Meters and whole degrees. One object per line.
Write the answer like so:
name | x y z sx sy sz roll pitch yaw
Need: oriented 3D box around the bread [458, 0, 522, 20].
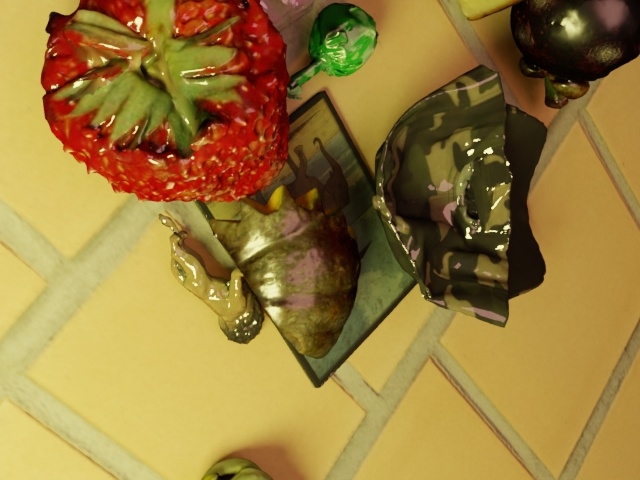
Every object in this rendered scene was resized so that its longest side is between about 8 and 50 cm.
bread | 0.356 -0.523 1.105 0.143 0.323 0.333 34 74 -24

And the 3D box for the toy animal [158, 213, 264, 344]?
toy animal | -0.128 0.045 0.930 0.086 0.069 0.220 -37 113 -2

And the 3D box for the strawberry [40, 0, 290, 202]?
strawberry | -0.156 -0.157 0.824 0.260 0.257 0.261 0 83 -2

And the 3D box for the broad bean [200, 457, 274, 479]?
broad bean | -0.100 0.389 0.956 0.169 0.100 0.228 -39 116 -21

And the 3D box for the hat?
hat | 0.231 -0.063 1.157 0.381 0.257 0.367 -3 95 -77

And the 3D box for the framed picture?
framed picture | 0.000 0.000 1.057 0.265 0.016 0.347 -42 116 -28

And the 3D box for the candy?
candy | -0.045 -0.197 0.986 0.323 0.097 0.097 -45 117 -16

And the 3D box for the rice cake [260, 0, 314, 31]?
rice cake | -0.113 -0.404 0.928 0.106 0.050 0.298 -41 115 -28

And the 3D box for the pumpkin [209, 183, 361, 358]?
pumpkin | -0.002 0.044 0.913 0.130 0.149 0.254 -35 136 14

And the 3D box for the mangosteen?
mangosteen | 0.422 -0.343 1.234 0.228 0.228 0.266 -18 134 -34
